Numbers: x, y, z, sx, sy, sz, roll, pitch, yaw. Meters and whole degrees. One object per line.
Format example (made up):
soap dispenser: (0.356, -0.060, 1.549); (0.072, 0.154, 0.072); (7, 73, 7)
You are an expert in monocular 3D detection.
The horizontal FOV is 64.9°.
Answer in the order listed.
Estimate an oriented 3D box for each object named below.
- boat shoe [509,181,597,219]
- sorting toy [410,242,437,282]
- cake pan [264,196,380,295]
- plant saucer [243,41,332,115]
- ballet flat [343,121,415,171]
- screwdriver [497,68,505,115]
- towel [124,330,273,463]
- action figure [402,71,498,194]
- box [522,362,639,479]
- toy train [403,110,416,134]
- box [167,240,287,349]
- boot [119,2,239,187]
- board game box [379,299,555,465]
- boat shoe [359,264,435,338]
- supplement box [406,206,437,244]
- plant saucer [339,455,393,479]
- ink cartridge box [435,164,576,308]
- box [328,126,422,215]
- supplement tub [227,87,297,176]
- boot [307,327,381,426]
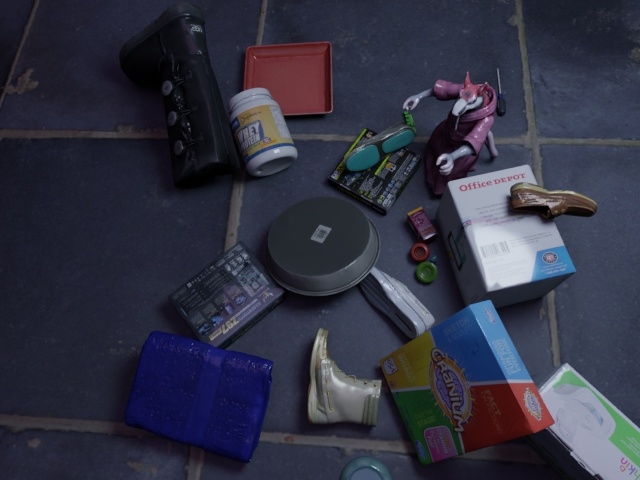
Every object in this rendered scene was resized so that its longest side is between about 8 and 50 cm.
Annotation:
boat shoe: (0.488, -0.072, 1.062); (0.178, 0.064, 0.060); (13, 69, 6)
sorting toy: (0.263, 0.054, 1.254); (0.061, 0.042, 0.102); (-19, 79, 13)
cake pan: (0.000, 0.000, 1.241); (0.293, 0.054, 0.293); (-5, 51, 6)
plant saucer: (-0.093, -0.464, 1.484); (0.259, 0.048, 0.258); (-2, 68, 4)
ballet flat: (0.147, -0.247, 1.328); (0.213, 0.072, 0.068); (-27, 40, -7)
screwdriver: (0.512, -0.429, 1.434); (0.024, 0.025, 0.170); (2, 69, 5)
towel: (-0.269, 0.345, 1.139); (0.308, 0.076, 0.228); (13, 83, 7)
action figure: (0.353, -0.257, 1.191); (0.275, 0.370, 0.248); (-13, 70, -5)
box: (0.508, 0.392, 0.990); (0.127, 0.231, 0.262); (-41, 70, -11)
toy train: (0.252, -0.330, 1.418); (0.023, 0.017, 0.083); (-6, 67, -9)
box: (-0.227, 0.140, 1.243); (0.232, 0.059, 0.183); (-40, 70, -12)
boot: (-0.404, -0.358, 1.403); (0.146, 0.367, 0.445); (-13, 87, -43)
board game box: (0.270, 0.295, 1.013); (0.064, 0.316, 0.242); (-6, 62, -34)
boat shoe: (0.178, 0.137, 1.213); (0.076, 0.083, 0.226); (-23, 64, -35)
supplement box: (0.257, -0.034, 1.278); (0.043, 0.055, 0.083); (-26, 68, -5)
plant saucer: (0.098, 0.527, 1.080); (0.119, 0.021, 0.119); (-2, 68, 4)
ink cartridge box: (0.412, 0.001, 1.173); (0.198, 0.197, 0.270); (-12, 67, -2)
box: (0.147, -0.188, 1.355); (0.184, 0.045, 0.191); (30, 74, 17)
supplement tub: (-0.158, -0.287, 1.344); (0.144, 0.144, 0.200); (-21, 82, -4)
boot: (0.056, 0.309, 1.143); (0.165, 0.077, 0.213); (1, 73, 6)
